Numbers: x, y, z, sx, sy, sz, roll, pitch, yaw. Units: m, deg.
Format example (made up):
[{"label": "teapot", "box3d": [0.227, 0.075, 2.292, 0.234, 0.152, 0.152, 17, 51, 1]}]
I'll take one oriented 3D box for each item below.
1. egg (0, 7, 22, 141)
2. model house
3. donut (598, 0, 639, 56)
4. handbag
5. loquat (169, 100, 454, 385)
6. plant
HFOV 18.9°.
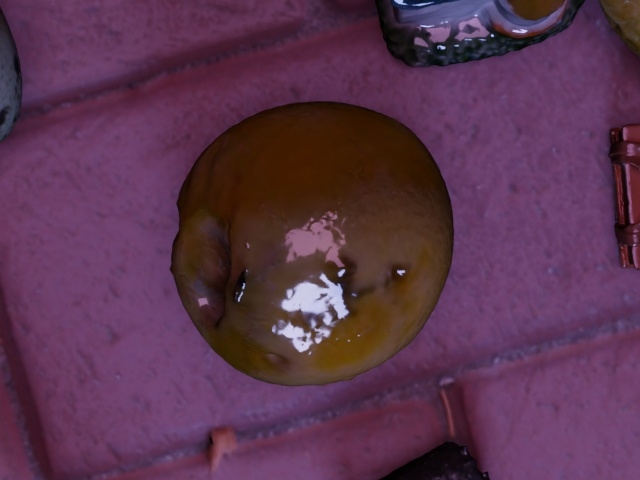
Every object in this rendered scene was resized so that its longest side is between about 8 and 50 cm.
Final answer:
[{"label": "egg", "box3d": [-0.341, -0.162, 1.564, 0.228, 0.177, 0.177, 40, 87, -16]}, {"label": "model house", "box3d": [0.119, -0.289, 1.538, 0.190, 0.301, 0.272, -9, 90, 4]}, {"label": "donut", "box3d": [0.342, -0.229, 1.626, 0.261, 0.128, 0.208, 43, 89, -2]}, {"label": "handbag", "box3d": [0.347, -0.043, 1.660, 0.190, 0.063, 0.127, -4, 90, -6]}, {"label": "loquat", "box3d": [0.000, 0.000, 1.566, 0.243, 0.244, 0.244, 0, 89, -3]}, {"label": "plant", "box3d": [0.076, 0.233, 1.627, 0.143, 0.092, 0.094, -38, 99, -11]}]
